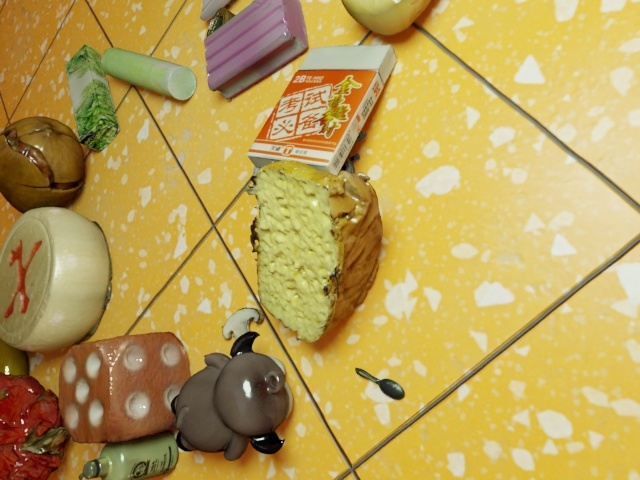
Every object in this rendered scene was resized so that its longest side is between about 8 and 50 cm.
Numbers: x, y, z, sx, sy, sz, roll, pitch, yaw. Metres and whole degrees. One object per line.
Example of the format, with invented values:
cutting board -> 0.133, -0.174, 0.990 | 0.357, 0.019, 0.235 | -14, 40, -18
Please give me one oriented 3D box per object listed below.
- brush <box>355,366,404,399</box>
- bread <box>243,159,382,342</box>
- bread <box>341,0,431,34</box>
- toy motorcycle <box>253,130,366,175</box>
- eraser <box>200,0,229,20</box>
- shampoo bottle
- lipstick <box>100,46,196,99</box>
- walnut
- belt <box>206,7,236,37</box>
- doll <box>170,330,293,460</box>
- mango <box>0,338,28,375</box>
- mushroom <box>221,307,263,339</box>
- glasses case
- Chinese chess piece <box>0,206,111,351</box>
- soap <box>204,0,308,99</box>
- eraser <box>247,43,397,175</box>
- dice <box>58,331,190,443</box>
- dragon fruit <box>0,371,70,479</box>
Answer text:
brush -> 0.082, 0.199, 0.679 | 0.083, 0.008, 0.024 | 21, 98, 36
bread -> 0.002, 0.005, 0.679 | 0.160, 0.147, 0.261 | 24, 130, 34
bread -> 0.127, -0.407, 0.701 | 0.147, 0.098, 0.217 | 39, 102, 35
toy motorcycle -> -0.025, -0.135, 0.783 | 0.205, 0.076, 0.114 | 10, 81, 36
eraser -> -0.158, -0.575, 0.961 | 0.243, 0.059, 0.205 | -14, 73, 37
shampoo bottle -> -0.336, 0.387, 0.852 | 0.079, 0.162, 0.079 | -7, 77, 34
lipstick -> -0.394, -0.380, 1.090 | 0.304, 0.076, 0.076 | 26, 97, 35
walnut -> -0.702, -0.168, 1.201 | 0.336, 0.208, 0.209 | -33, 62, 50
belt -> -0.200, -0.426, 0.979 | 0.059, 0.036, 0.083 | 29, 101, 35
doll -> -0.142, 0.259, 0.763 | 0.257, 0.117, 0.182 | -32, 66, 28
mango -> -0.832, 0.314, 1.269 | 0.136, 0.099, 0.227 | -56, 47, 22
mushroom -> -0.137, 0.145, 0.841 | 0.101, 0.019, 0.049 | -29, 65, 31
glasses case -> -0.580, -0.365, 1.228 | 0.095, 0.062, 0.272 | -32, 65, 21
Chinese chess piece -> -0.636, 0.090, 1.137 | 0.337, 0.140, 0.338 | -7, 77, 34
soap -> -0.124, -0.363, 0.894 | 0.203, 0.065, 0.122 | -19, 71, 32
eraser -> 0.002, -0.204, 0.741 | 0.157, 0.038, 0.230 | 14, 67, 35
dice -> -0.353, 0.266, 0.885 | 0.174, 0.174, 0.179 | -19, 75, 31
dragon fruit -> -0.714, 0.426, 1.051 | 0.342, 0.277, 0.278 | 6, 85, 19
